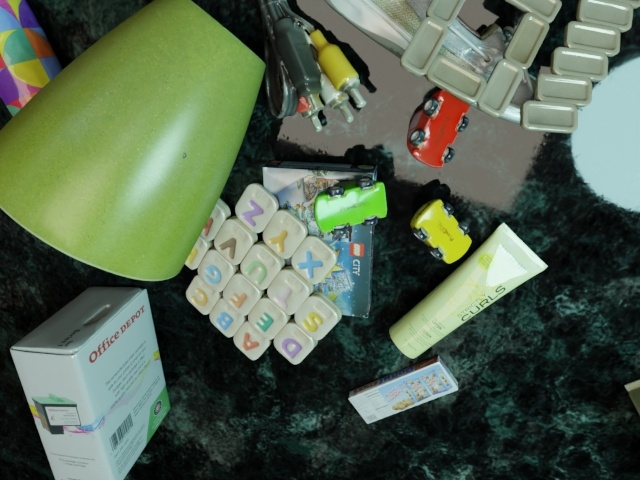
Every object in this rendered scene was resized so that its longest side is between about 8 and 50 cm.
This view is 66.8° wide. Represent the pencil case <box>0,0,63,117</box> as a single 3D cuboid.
[{"bbox_3d":[-0.427,-0.248,0.687,0.105,0.104,0.236,-13,109,17],"label":"pencil case"}]

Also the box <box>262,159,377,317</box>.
[{"bbox_3d":[0.000,0.000,0.733,0.159,0.044,0.232,5,114,10],"label":"box"}]

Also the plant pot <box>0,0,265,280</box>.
[{"bbox_3d":[-0.212,-0.148,0.614,0.275,0.275,0.293,38,100,-6],"label":"plant pot"}]

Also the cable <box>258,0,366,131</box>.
[{"bbox_3d":[-0.041,-0.278,0.626,0.140,0.072,0.287,-15,96,51],"label":"cable"}]

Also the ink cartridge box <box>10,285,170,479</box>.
[{"bbox_3d":[-0.374,0.243,0.831,0.117,0.201,0.277,2,113,11],"label":"ink cartridge box"}]

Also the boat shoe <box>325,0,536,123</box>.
[{"bbox_3d":[0.151,-0.241,0.559,0.321,0.118,0.103,36,120,3],"label":"boat shoe"}]

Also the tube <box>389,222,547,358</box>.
[{"bbox_3d":[0.207,0.083,0.721,0.240,0.062,0.070,-43,139,20],"label":"tube"}]

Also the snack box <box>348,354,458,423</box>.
[{"bbox_3d":[0.139,0.257,0.829,0.178,0.022,0.064,-30,103,22],"label":"snack box"}]

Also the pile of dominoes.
[{"bbox_3d":[0.220,-0.236,0.515,0.196,0.040,0.251,29,84,-2],"label":"pile of dominoes"}]

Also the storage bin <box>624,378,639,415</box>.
[{"bbox_3d":[0.632,0.287,0.682,0.261,0.123,0.262,-32,103,23],"label":"storage bin"}]

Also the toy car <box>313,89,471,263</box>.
[{"bbox_3d":[0.091,-0.065,0.639,0.225,0.053,0.238,-15,113,-15],"label":"toy car"}]

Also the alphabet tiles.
[{"bbox_3d":[-0.106,0.061,0.754,0.284,0.021,0.278,42,124,5],"label":"alphabet tiles"}]
